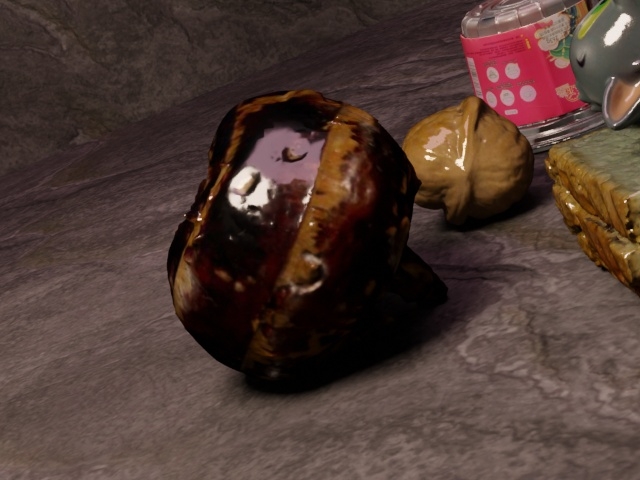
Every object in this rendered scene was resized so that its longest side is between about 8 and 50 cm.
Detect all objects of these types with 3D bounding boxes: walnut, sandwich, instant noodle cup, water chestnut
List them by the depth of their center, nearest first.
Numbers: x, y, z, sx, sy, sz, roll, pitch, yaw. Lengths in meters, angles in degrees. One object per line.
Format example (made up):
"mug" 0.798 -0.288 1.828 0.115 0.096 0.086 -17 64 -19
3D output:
"sandwich" 0.387 -0.065 1.153 0.325 0.131 0.262 -20 15 1
"water chestnut" 0.000 0.000 1.276 0.300 0.300 0.300 -20 17 6
"walnut" 0.168 -0.092 1.495 0.167 0.149 0.166 7 12 -1
"instant noodle cup" 0.296 -0.243 1.729 0.303 0.181 0.258 -12 20 29

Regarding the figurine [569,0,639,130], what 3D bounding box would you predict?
"figurine" 0.328 -0.224 1.203 0.265 0.140 0.193 -38 4 4
